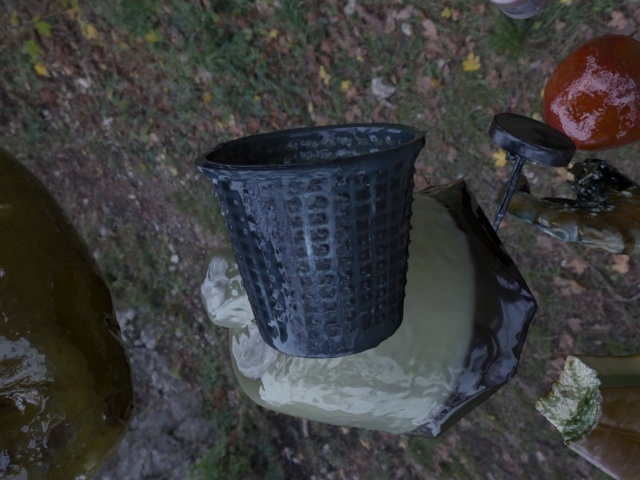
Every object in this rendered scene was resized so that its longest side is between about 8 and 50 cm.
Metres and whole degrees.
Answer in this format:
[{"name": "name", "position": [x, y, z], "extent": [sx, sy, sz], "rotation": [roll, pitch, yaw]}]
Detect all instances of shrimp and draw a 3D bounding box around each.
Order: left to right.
[{"name": "shrimp", "position": [0.382, -0.071, 0.886], "extent": [0.365, 0.233, 0.071], "rotation": [-64, -18, -62]}]

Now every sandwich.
[{"name": "sandwich", "position": [0.447, 0.297, 0.922], "extent": [0.108, 0.186, 0.220], "rotation": [-109, 22, -65]}]

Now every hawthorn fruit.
[{"name": "hawthorn fruit", "position": [0.463, -0.237, 0.989], "extent": [0.225, 0.196, 0.197], "rotation": [-31, 87, 35]}]

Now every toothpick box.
[{"name": "toothpick box", "position": [0.340, -0.446, 1.003], "extent": [0.098, 0.149, 0.099], "rotation": [5, 101, 28]}]

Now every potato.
[{"name": "potato", "position": [-0.302, 0.063, 0.527], "extent": [0.176, 0.195, 0.369], "rotation": [-8, -109, -61]}]

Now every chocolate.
[{"name": "chocolate", "position": [0.026, 0.065, 0.704], "extent": [0.326, 0.297, 0.314], "rotation": [-47, 39, 30]}]

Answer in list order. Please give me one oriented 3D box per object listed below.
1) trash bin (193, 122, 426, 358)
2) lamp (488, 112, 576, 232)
[{"name": "trash bin", "position": [0.000, 0.000, 0.455], "extent": [0.175, 0.175, 0.161], "rotation": [27, 127, 61]}, {"name": "lamp", "position": [0.264, -0.021, 0.835], "extent": [0.130, 0.108, 0.371], "rotation": [46, 153, 37]}]
